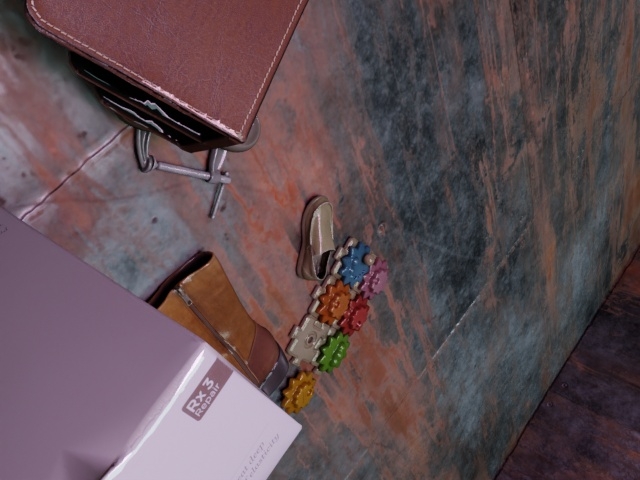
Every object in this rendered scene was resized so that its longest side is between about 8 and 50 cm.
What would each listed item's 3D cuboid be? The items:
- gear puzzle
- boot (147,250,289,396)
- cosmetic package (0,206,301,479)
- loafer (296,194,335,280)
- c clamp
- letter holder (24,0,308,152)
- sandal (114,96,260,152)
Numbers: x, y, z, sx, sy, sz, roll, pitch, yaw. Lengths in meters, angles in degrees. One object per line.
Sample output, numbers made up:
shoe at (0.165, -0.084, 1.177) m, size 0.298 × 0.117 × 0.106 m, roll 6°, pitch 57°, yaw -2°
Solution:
gear puzzle at (0.023, 0.167, 1.096) m, size 0.175 × 0.044 × 0.339 m, roll 38°, pitch 79°, yaw -51°
boot at (-0.172, 0.195, 0.846) m, size 0.264 × 0.096 × 0.280 m, roll -49°, pitch 138°, yaw -20°
cosmetic package at (-0.233, 0.127, 0.503) m, size 0.217 × 0.385 × 0.156 m, roll -52°, pitch 140°, yaw -16°
loafer at (0.000, 0.000, 0.977) m, size 0.056 × 0.050 × 0.148 m, roll -15°, pitch 120°, yaw -45°
c clamp at (-0.166, -0.105, 0.751) m, size 0.160 × 0.022 × 0.137 m, roll 16°, pitch 96°, yaw -51°
letter holder at (-0.130, -0.269, 0.571) m, size 0.214 × 0.152 × 0.302 m, roll 27°, pitch 80°, yaw -29°
sandal at (-0.141, -0.154, 0.704) m, size 0.219 × 0.060 × 0.090 m, roll 17°, pitch 82°, yaw -50°
